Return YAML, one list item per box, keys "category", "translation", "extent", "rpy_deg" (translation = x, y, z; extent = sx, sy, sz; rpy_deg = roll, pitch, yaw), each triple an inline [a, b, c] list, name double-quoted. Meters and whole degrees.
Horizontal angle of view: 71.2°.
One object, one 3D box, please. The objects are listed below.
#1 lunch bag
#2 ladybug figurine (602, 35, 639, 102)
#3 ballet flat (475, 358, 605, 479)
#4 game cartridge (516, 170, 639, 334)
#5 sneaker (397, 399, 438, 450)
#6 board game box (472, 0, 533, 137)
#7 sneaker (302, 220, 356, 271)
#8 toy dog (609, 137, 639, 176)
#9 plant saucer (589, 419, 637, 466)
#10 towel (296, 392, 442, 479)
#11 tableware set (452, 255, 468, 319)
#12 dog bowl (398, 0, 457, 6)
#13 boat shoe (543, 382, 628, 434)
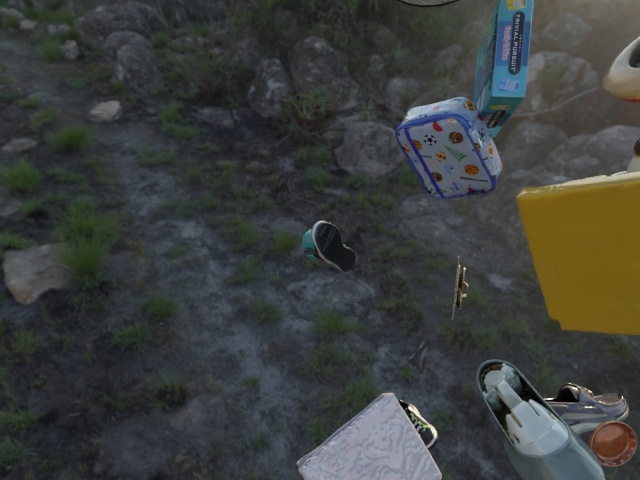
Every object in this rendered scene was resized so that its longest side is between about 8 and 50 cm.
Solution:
- category: "lunch bag"
  translation: [0.360, -0.244, 1.267]
  extent: [0.243, 0.303, 0.115]
  rpy_deg: [-3, 45, 43]
- category: "ladybug figurine"
  translation: [1.064, -0.541, 1.302]
  extent: [0.162, 0.449, 0.305]
  rpy_deg: [36, 69, -16]
- category: "ballet flat"
  translation: [0.219, 0.194, 0.485]
  extent: [0.072, 0.068, 0.213]
  rpy_deg: [-33, 6, 6]
- category: "game cartridge"
  translation: [0.512, 0.025, 0.707]
  extent: [0.323, 0.285, 0.052]
  rpy_deg: [-5, 24, 45]
- category: "sneaker"
  translation: [0.318, 0.639, 1.564]
  extent: [0.097, 0.084, 0.234]
  rpy_deg: [41, -3, -19]
- category: "board game box"
  translation: [0.478, -0.448, 1.204]
  extent: [0.079, 0.254, 0.336]
  rpy_deg: [5, -2, 10]
- category: "sneaker"
  translation: [0.000, 0.000, 1.596]
  extent: [0.178, 0.295, 0.124]
  rpy_deg: [23, 74, 34]
- category: "toy dog"
  translation: [1.020, -0.209, 1.267]
  extent: [0.408, 0.285, 0.395]
  rpy_deg: [-10, 18, -44]
- category: "plant saucer"
  translation: [0.518, 0.359, 0.794]
  extent: [0.083, 0.083, 0.013]
  rpy_deg: [3, 4, -3]
- category: "towel"
  translation: [0.141, 0.633, 1.216]
  extent: [0.332, 0.317, 0.053]
  rpy_deg: [-32, 7, -18]
- category: "tableware set"
  translation: [0.435, 0.151, 1.380]
  extent: [0.039, 0.194, 0.128]
  rpy_deg: [6, 55, 17]
- category: "dog bowl"
  translation: [0.272, -0.786, 1.042]
  extent: [0.408, 0.408, 0.150]
  rpy_deg: [14, 9, 16]
- category: "boat shoe"
  translation: [0.814, 0.520, 1.399]
  extent: [0.355, 0.130, 0.132]
  rpy_deg: [-7, -8, -21]
